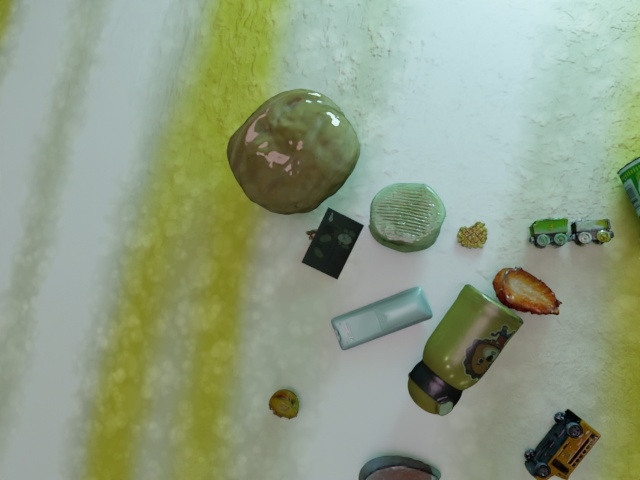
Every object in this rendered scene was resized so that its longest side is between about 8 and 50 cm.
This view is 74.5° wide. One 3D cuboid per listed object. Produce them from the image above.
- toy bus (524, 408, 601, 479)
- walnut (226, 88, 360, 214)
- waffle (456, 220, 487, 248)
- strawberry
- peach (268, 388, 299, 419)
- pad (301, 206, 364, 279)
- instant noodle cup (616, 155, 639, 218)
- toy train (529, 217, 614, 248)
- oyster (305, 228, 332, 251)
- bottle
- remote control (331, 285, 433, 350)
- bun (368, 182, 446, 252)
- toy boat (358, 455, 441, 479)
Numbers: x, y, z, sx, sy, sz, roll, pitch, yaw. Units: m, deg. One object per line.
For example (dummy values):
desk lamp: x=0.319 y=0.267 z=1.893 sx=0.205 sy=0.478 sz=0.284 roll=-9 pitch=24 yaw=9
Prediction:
toy bus: x=0.621 y=0.541 z=1.086 sx=0.088 sy=0.083 sz=0.194 roll=37 pitch=93 yaw=5
walnut: x=-0.078 y=-0.250 z=1.209 sx=0.381 sy=0.381 sz=0.381 roll=-1 pitch=86 yaw=15
waffle: x=0.436 y=-0.015 z=1.210 sx=0.085 sy=0.016 sz=0.078 roll=-5 pitch=84 yaw=15
strawberry: x=0.543 y=0.150 z=1.130 sx=0.188 sy=0.082 sz=0.121 roll=29 pitch=63 yaw=-6
peach: x=-0.107 y=0.498 z=1.291 sx=0.098 sy=0.061 sz=0.098 roll=10 pitch=119 yaw=19
pad: x=0.038 y=0.010 z=1.292 sx=0.127 sy=0.004 sz=0.190 roll=26 pitch=93 yaw=-9
instant noodle cup: x=0.861 y=-0.105 z=1.028 sx=0.207 sy=0.207 sz=0.232 roll=-26 pitch=72 yaw=11
toy train: x=0.669 y=-0.023 z=1.128 sx=0.202 sy=0.060 sz=0.081 roll=-4 pitch=79 yaw=13
oyster: x=0.000 y=0.000 z=1.322 sx=0.081 sy=0.038 sz=0.083 roll=-6 pitch=110 yaw=23
bottle: x=0.370 y=0.306 z=1.130 sx=0.171 sy=0.171 sz=0.351 roll=33 pitch=97 yaw=14
remote control: x=0.177 y=0.232 z=1.242 sx=0.293 sy=0.051 sz=0.103 roll=-24 pitch=81 yaw=13
bun: x=0.251 y=-0.062 z=1.217 sx=0.221 sy=0.108 sz=0.221 roll=-3 pitch=77 yaw=14
toy boat: x=0.221 y=0.684 z=1.193 sx=0.228 sy=0.085 sz=0.155 roll=4 pitch=96 yaw=4
